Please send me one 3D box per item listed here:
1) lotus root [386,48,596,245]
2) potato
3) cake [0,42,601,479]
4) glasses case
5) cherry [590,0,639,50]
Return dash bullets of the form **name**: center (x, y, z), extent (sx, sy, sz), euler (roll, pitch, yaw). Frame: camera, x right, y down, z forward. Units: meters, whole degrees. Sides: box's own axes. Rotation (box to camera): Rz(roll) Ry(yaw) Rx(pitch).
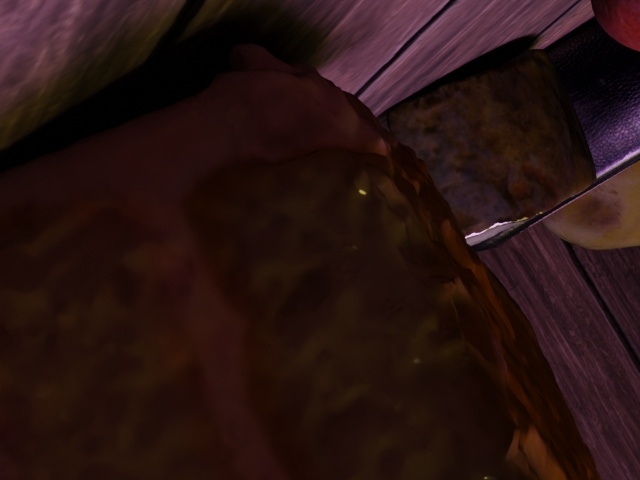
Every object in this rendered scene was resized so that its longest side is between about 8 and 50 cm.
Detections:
- **lotus root**: center (0.133, -0.067, 1.391), extent (0.138, 0.119, 0.235), euler (-26, 177, 18)
- **potato**: center (0.374, -0.111, 2.109), extent (0.218, 0.202, 0.351), euler (-42, 175, -33)
- **cake**: center (-0.054, 0.095, 0.833), extent (0.306, 0.293, 0.314), euler (-27, 173, 9)
- **glasses case**: center (0.212, -0.102, 1.534), extent (0.314, 0.122, 0.075), euler (-33, 171, 20)
- **cherry**: center (0.223, -0.161, 1.129), extent (0.106, 0.087, 0.126), euler (-26, 173, -4)
